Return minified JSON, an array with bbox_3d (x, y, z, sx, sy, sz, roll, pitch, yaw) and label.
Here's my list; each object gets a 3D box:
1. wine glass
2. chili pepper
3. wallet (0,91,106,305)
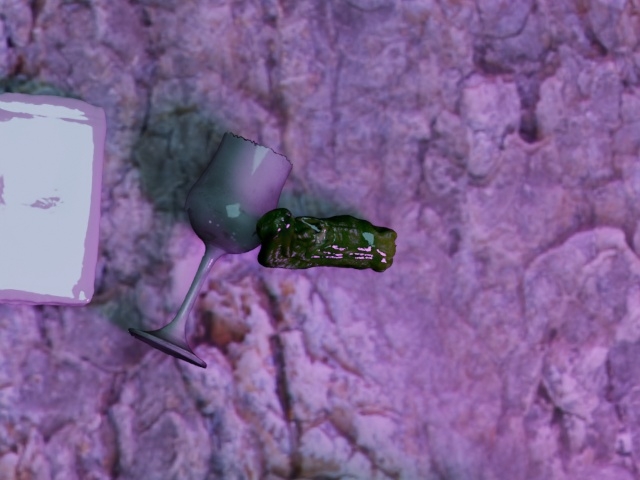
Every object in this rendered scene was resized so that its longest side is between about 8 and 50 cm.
[{"bbox_3d":[-0.093,0.007,1.576,0.079,0.079,0.196,26,81,-8],"label":"wine glass"},{"bbox_3d":[-0.006,0.000,1.572,0.182,0.073,0.050,5,85,-54],"label":"chili pepper"},{"bbox_3d":[-0.251,-0.035,1.573,0.124,0.032,0.183,3,82,-10],"label":"wallet"}]
